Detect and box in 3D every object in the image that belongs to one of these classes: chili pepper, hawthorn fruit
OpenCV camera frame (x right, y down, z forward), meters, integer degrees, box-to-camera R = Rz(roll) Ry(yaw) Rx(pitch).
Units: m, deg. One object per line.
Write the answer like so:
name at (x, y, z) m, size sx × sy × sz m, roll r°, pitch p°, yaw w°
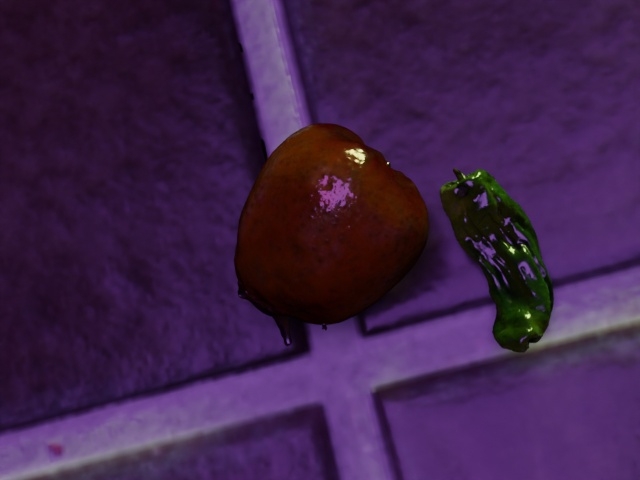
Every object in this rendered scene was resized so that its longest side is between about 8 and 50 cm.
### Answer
chili pepper at (0.081, 0.007, 0.602) m, size 0.030 × 0.034 × 0.091 m, roll -31°, pitch 73°, yaw 39°
hawthorn fruit at (0.000, 0.000, 0.592) m, size 0.081 × 0.081 × 0.093 m, roll 41°, pitch 92°, yaw 15°
